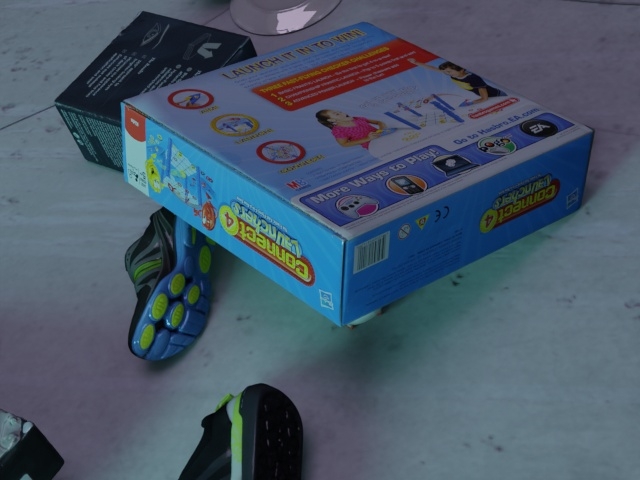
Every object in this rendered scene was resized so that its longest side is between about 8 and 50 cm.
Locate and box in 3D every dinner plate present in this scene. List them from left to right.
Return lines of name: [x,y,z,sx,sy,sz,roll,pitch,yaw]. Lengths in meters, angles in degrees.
dinner plate: [-0.039,-0.288,1.622,0.141,0.017,0.141,-9,48,10]

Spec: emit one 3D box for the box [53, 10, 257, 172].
box: [-0.163,-0.147,1.480,0.158,0.093,0.156,19,57,33]

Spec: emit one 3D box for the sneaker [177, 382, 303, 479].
sneaker: [-0.072,0.224,1.136,0.097,0.084,0.235,-23,39,32]

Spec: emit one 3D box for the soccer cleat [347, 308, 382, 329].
soccer cleat: [0.000,0.000,1.299,0.068,0.076,0.196,-29,46,-8]

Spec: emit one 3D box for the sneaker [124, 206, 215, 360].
sneaker: [-0.148,0.039,1.336,0.078,0.067,0.188,-21,43,31]

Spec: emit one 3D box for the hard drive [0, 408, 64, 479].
hard drive: [-0.406,0.218,1.207,0.339,0.064,0.237,12,52,43]

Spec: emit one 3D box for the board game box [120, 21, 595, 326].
board game box: [0.030,-0.077,1.278,0.308,0.086,0.302,-23,40,-35]
